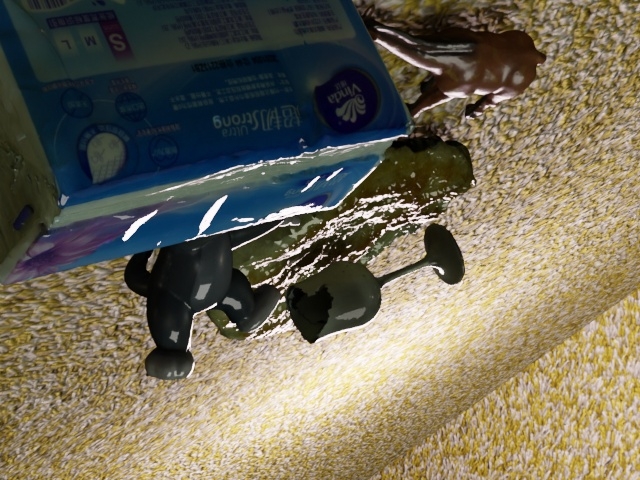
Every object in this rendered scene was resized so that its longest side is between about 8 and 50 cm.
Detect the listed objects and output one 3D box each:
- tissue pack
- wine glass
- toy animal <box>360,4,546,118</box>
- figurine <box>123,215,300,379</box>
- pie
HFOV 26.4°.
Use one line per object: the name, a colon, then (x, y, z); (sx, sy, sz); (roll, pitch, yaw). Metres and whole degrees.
tissue pack: (-0.108, -0.104, 0.895); (0.263, 0.198, 0.146); (-14, 161, -35)
wine glass: (0.060, 0.048, 1.516); (0.196, 0.079, 0.079); (-23, 162, -24)
toy animal: (0.106, -0.167, 1.265); (0.224, 0.066, 0.229); (-5, 168, -7)
figurine: (-0.089, -0.025, 1.101); (0.193, 0.140, 0.265); (1, 113, -62)
pie: (0.000, 0.000, 1.543); (0.371, 0.078, 0.296); (-39, 160, 27)
